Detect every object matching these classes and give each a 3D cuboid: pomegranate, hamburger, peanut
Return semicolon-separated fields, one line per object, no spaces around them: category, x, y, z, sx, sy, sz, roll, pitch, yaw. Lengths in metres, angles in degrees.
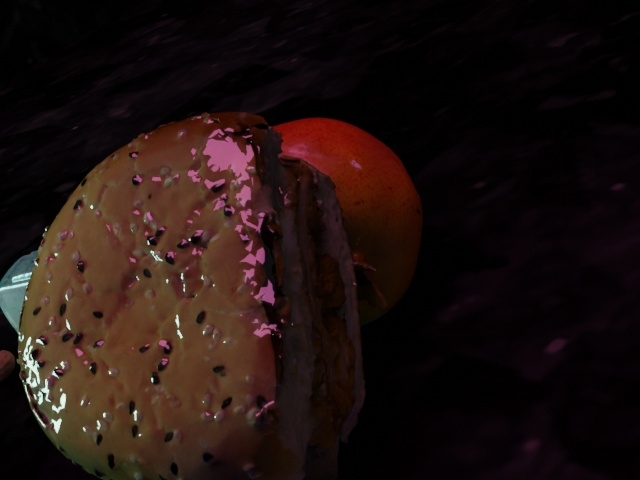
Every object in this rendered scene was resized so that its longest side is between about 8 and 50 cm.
pomegranate;0.000;0.000;1.185;0.220;0.221;0.257;-22;42;5
hamburger;-0.105;0.072;1.002;0.276;0.318;0.195;-18;-21;24
peanut;-0.400;0.162;1.428;0.083;0.037;0.037;-31;24;-21

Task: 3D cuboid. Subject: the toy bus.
toy bus;-0.273;0.054;1.455;0.261;0.109;0.091;-12;32;29
